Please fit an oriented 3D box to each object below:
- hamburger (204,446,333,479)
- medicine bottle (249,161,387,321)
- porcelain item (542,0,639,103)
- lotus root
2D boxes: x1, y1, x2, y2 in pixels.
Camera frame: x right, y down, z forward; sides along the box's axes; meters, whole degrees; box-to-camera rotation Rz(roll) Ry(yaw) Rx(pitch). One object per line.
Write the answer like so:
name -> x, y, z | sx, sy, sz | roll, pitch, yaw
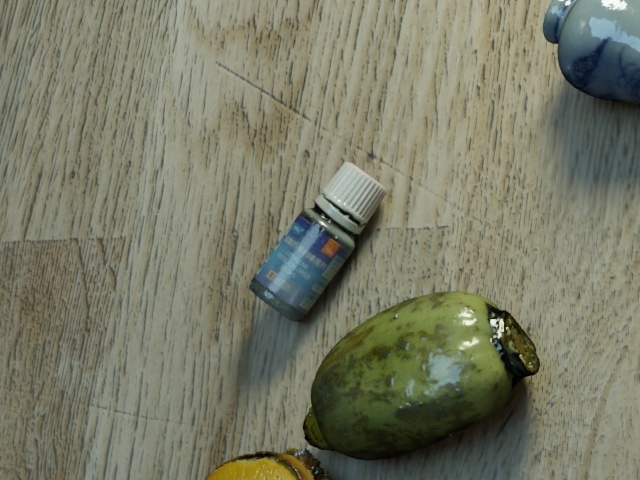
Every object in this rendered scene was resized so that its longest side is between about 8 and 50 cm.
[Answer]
hamburger -> -0.054, 0.332, 2.028 | 0.182, 0.118, 0.191 | 15, 82, 33
medicine bottle -> 0.000, 0.000, 2.156 | 0.083, 0.083, 0.203 | 37, 90, 38
porcelain item -> 0.375, -0.213, 1.979 | 0.259, 0.141, 0.141 | 28, 86, 30
lotus root -> 0.095, 0.166, 1.985 | 0.309, 0.173, 0.173 | -28, 58, 28
